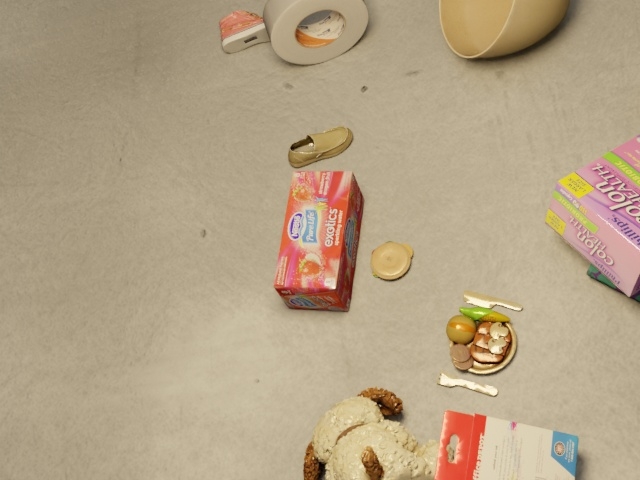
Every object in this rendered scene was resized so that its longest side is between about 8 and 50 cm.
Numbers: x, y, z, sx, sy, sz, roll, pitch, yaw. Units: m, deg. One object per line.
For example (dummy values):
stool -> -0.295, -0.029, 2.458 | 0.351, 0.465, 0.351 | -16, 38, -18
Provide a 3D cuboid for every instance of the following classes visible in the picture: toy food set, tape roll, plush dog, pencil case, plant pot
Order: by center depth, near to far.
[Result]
plush dog -> 0.069, 0.369, 1.664 | 0.262, 0.210, 0.225 | -38, 38, -5
pencil case -> 0.561, 0.064, 1.736 | 0.151, 0.064, 0.070 | 31, 91, 25
toy food set -> 0.293, 0.183, 1.763 | 0.132, 0.038, 0.192 | 12, 68, 20
toy food set -> 0.137, 0.039, 1.885 | 0.082, 0.020, 0.083 | 7, 67, 18
plant pot -> 0.399, -0.508, 1.970 | 0.191, 0.284, 0.284 | 2, 59, -24
tape roll -> -0.010, -0.480, 2.064 | 0.219, 0.219, 0.072 | -21, 60, 4

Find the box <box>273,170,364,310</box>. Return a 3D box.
box -> 0.000, 0.000, 1.882 | 0.128, 0.122, 0.257 | 2, 65, 16

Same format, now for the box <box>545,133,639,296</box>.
box -> 0.571, -0.055, 1.716 | 0.243, 0.117, 0.213 | -28, 56, -22

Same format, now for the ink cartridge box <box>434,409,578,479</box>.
ink cartridge box -> 0.304, 0.375, 1.607 | 0.231, 0.078, 0.134 | 13, 67, 0

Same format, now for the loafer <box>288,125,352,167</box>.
loafer -> -0.002, -0.201, 2.022 | 0.148, 0.050, 0.056 | -27, 61, 1

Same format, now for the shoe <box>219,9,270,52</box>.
shoe -> -0.148, -0.497, 2.197 | 0.178, 0.063, 0.081 | -17, 66, 11
